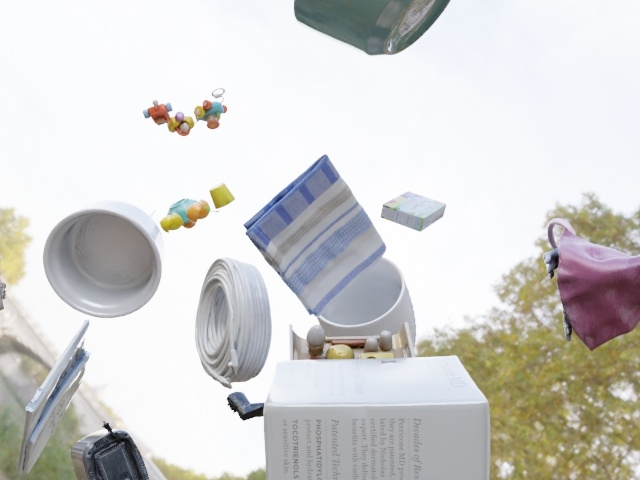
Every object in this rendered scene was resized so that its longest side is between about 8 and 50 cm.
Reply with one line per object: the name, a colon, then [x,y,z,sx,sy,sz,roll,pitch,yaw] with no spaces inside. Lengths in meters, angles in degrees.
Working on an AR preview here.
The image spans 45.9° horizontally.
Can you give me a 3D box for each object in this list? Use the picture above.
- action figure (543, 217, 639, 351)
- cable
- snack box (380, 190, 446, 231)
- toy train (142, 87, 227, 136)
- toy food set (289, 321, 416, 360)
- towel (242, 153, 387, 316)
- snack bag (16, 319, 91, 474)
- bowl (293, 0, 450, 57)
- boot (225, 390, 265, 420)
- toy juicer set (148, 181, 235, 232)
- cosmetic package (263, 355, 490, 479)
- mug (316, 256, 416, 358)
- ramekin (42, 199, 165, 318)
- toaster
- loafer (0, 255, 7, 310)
action figure: [0.636,0.073,1.437,0.370,0.276,0.248,-17,-61,24]
cable: [-0.181,0.164,1.554,0.257,0.089,0.257,1,-95,63]
snack box: [0.207,-0.066,1.678,0.100,0.141,0.037,22,-64,23]
toy train: [-0.261,-0.246,1.500,0.125,0.166,0.046,97,-24,-72]
toy food set: [0.076,0.276,1.852,0.220,0.306,0.092,-96,-175,-59]
towel: [0.000,0.000,1.400,0.034,0.209,0.285,40,-10,47]
snack bag: [-0.686,0.403,1.974,0.037,0.323,0.342,24,-48,-3]
bowl: [0.120,-0.440,1.303,0.163,0.311,0.311,46,-25,12]
boot: [-0.216,0.490,2.269,0.099,0.121,0.045,39,-52,45]
toy juicer set: [-0.421,-0.059,2.245,0.329,0.209,0.089,-16,-70,29]
cosmetic package: [0.102,0.423,1.475,0.329,0.394,0.327,-85,173,-85]
mug: [0.159,0.278,2.185,0.374,0.276,0.328,-115,-177,-48]
ramekin: [-0.509,0.036,1.821,0.277,0.277,0.135,60,9,-17]
toaster: [-0.479,0.515,1.704,0.146,0.129,0.227,-16,-84,54]
loafer: [-0.688,0.089,1.614,0.045,0.039,0.125,-36,-110,52]
